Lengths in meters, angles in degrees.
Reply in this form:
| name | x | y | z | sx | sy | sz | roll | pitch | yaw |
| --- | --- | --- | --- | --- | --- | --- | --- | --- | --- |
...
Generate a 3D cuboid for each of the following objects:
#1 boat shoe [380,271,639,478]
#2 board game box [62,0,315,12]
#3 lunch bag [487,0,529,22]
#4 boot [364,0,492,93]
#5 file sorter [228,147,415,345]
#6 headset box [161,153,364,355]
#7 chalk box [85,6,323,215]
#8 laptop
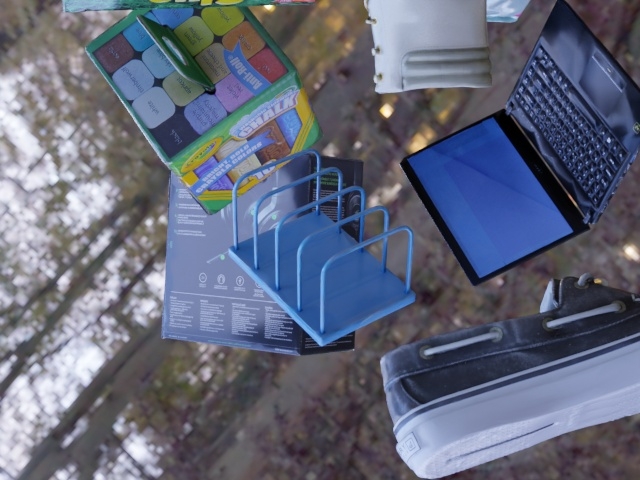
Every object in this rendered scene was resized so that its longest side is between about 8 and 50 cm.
| name | x | y | z | sx | sy | sz | roll | pitch | yaw |
| --- | --- | --- | --- | --- | --- | --- | --- | --- | --- |
| boat shoe | 0.208 | 0.081 | 1.002 | 0.121 | 0.335 | 0.119 | 94 | 158 | -64 |
| board game box | -0.121 | -0.266 | 1.224 | 0.136 | 0.260 | 0.030 | 126 | 139 | -73 |
| lunch bag | 0.194 | -0.430 | 1.555 | 0.223 | 0.160 | 0.262 | 118 | 143 | -62 |
| boot | 0.044 | -0.204 | 1.043 | 0.213 | 0.165 | 0.077 | 7 | -164 | 25 |
| file sorter | 0.000 | 0.000 | 1.269 | 0.170 | 0.118 | 0.104 | 42 | 145 | 39 |
| headset box | -0.081 | 0.003 | 1.719 | 0.246 | 0.283 | 0.131 | 3 | -179 | 35 |
| chalk box | -0.132 | -0.179 | 1.433 | 0.180 | 0.179 | 0.289 | 53 | 177 | 15 |
| laptop | 0.237 | -0.120 | 1.495 | 0.136 | 0.264 | 0.234 | -1 | -136 | -28 |
